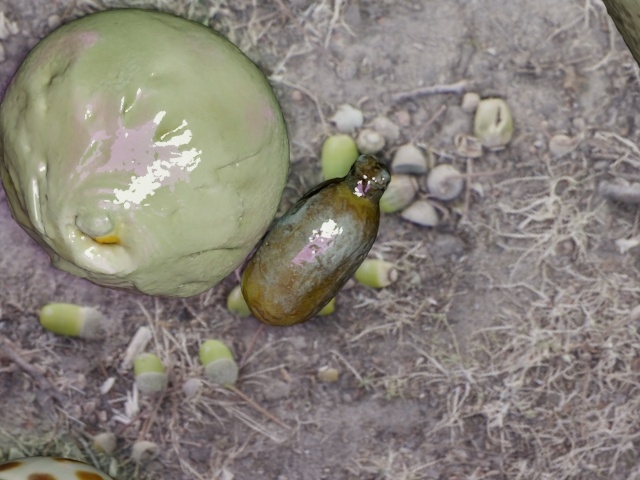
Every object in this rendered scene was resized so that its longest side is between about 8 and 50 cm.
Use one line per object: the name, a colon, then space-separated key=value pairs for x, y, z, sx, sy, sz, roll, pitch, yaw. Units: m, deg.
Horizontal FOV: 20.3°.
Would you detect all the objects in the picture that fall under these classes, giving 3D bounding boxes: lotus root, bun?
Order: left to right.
bun: x=-0.167 y=-0.066 z=1.616 sx=0.283 sy=0.179 sz=0.283 roll=2 pitch=113 yaw=4
lotus root: x=0.000 y=0.000 z=1.671 sx=0.088 sy=0.113 sz=0.192 roll=43 pitch=109 yaw=7

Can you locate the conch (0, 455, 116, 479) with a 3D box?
conch: x=-0.243 y=0.320 z=1.828 sx=0.149 sy=0.183 sz=0.275 roll=-32 pitch=119 yaw=-15

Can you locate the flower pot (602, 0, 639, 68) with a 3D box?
flower pot: x=0.335 y=-0.269 z=1.417 sx=0.294 sy=0.293 sz=0.330 roll=-18 pitch=118 yaw=13
